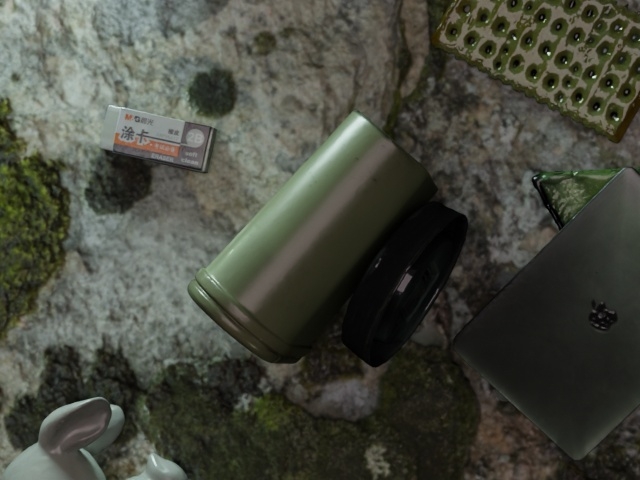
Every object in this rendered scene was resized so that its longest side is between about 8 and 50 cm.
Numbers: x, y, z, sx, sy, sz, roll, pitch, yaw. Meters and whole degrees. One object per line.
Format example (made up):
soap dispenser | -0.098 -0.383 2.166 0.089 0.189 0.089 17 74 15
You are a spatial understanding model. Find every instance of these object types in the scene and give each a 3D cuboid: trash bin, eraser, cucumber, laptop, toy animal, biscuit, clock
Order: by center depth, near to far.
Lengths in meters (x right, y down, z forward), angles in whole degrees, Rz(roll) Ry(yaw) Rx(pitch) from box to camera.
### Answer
trash bin | 0.000 0.000 1.761 0.121 0.243 0.247 42 91 9
clock | 0.086 0.043 1.775 0.040 0.184 0.184 32 93 17
laptop | 0.288 0.077 1.776 0.187 0.015 0.269 42 106 -4
cucumber | 0.314 -0.012 1.795 0.115 0.086 0.193 -31 90 7
toy animal | -0.234 0.273 1.842 0.193 0.127 0.178 41 92 9
biscuit | 0.247 -0.215 1.842 0.231 0.016 0.139 30 94 9
eraser | -0.176 -0.111 1.893 0.122 0.029 0.052 13 90 8

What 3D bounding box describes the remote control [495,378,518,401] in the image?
remote control | 0.275 0.139 1.823 0.184 0.027 0.050 -3 97 4
